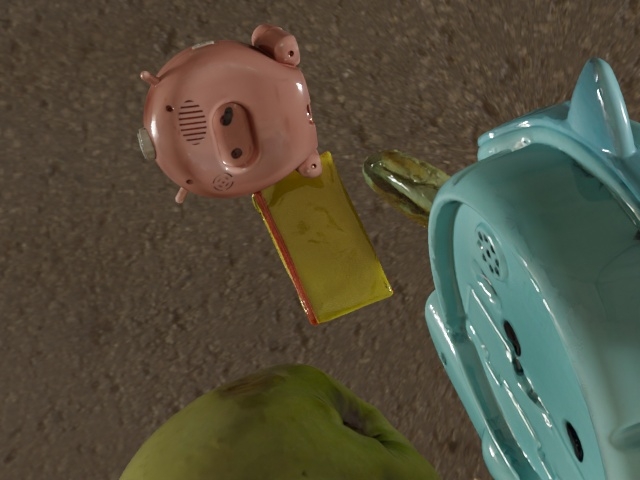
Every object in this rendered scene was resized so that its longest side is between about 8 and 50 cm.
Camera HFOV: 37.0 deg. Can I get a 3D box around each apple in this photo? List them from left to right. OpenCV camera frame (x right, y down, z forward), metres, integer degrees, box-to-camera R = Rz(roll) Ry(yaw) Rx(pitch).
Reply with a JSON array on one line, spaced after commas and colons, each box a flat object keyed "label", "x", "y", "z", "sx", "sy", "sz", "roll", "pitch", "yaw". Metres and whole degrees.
[{"label": "apple", "x": -0.055, "y": 0.393, "z": 1.190, "sx": 0.474, "sy": 0.473, "sz": 0.473, "roll": 1, "pitch": 94, "yaw": 13}]

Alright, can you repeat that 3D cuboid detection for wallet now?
[{"label": "wallet", "x": 0.000, "y": 0.000, "z": 1.457, "sx": 0.141, "sy": 0.067, "sz": 0.241, "roll": -24, "pitch": 85, "yaw": 0}]

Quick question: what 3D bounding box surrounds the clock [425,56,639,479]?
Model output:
[{"label": "clock", "x": 0.126, "y": 0.047, "z": 0.459, "sx": 0.094, "sy": 0.274, "sz": 0.223, "roll": -21, "pitch": 54, "yaw": -7}]

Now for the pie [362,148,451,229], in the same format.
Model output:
[{"label": "pie", "x": 0.191, "y": -0.047, "z": 1.478, "sx": 0.303, "sy": 0.302, "sz": 0.066, "roll": 33, "pitch": 88, "yaw": 9}]

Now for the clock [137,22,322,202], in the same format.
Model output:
[{"label": "clock", "x": -0.133, "y": -0.163, "z": 1.333, "sx": 0.241, "sy": 0.142, "sz": 0.227, "roll": -18, "pitch": 118, "yaw": -13}]

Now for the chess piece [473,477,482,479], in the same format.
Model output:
[{"label": "chess piece", "x": 0.239, "y": 0.460, "z": 1.467, "sx": 0.094, "sy": 0.094, "sz": 0.170, "roll": 29, "pitch": 82, "yaw": 10}]
